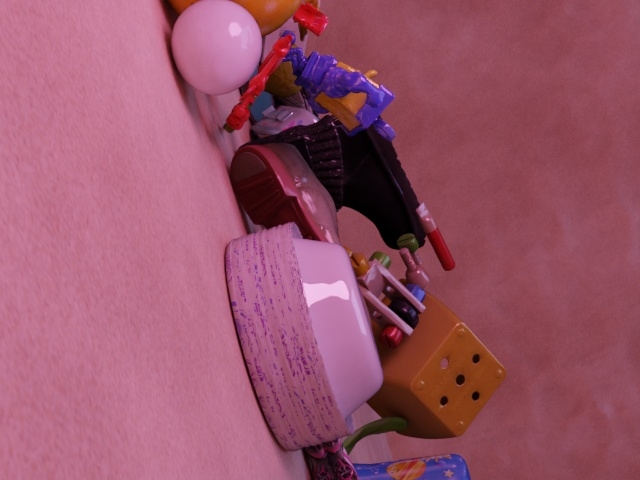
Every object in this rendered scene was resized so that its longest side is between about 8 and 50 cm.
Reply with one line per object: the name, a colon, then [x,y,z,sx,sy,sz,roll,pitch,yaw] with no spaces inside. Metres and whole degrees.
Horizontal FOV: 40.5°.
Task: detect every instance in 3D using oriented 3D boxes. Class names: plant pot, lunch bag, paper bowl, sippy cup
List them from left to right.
lunch bag: [-0.037,-0.170,1.755,0.224,0.108,0.279,50,-8,-18]
paper bowl: [-0.011,0.115,1.116,0.284,0.148,0.284,-17,90,-88]
sippy cup: [0.146,0.450,1.394,0.240,0.224,0.305,-50,123,-87]
plant pot: [0.188,0.220,1.494,0.212,0.212,0.187,47,-15,-23]

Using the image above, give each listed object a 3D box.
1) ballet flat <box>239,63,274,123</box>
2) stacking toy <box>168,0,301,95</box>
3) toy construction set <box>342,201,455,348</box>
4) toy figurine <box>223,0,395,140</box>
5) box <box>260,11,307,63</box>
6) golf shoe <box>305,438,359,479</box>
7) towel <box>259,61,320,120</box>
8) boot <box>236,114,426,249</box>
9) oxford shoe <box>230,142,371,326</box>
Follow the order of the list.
ballet flat: [-0.148,-0.339,1.852,0.070,0.070,0.188,-100,176,-65]
stacking toy: [-0.109,-0.397,1.207,0.350,0.350,0.480,68,21,-58]
toy construction set: [0.055,0.034,1.440,0.257,0.309,0.237,36,-22,59]
toy figurine: [0.003,-0.192,1.265,0.217,0.191,0.362,34,-8,-8]
box: [-0.116,-0.472,1.923,0.275,0.094,0.113,-130,-134,-58]
golf shoe: [0.021,0.337,1.221,0.086,0.067,0.186,72,3,-45]
towel: [-0.066,-0.281,1.981,0.324,0.056,0.312,41,-23,48]
boot: [0.022,-0.077,1.546,0.348,0.260,0.131,63,-1,-32]
oxford shoe: [0.000,0.000,1.310,0.130,0.123,0.348,-24,87,-48]
